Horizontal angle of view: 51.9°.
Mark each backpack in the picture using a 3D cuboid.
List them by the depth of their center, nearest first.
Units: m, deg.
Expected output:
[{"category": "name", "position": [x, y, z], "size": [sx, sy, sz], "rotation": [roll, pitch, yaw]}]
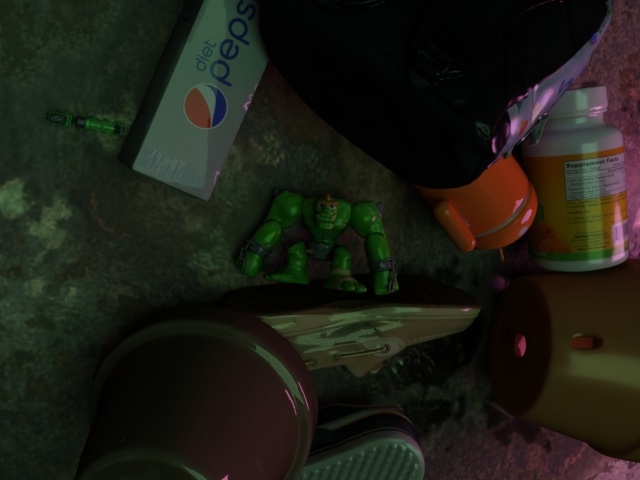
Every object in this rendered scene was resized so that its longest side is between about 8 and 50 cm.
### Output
[{"category": "backpack", "position": [0.152, -0.224, 0.719], "size": [0.290, 0.273, 0.355], "rotation": [40, 68, 16]}]

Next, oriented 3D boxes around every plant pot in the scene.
[{"category": "plant pot", "position": [-0.141, 0.226, 0.688], "size": [0.263, 0.229, 0.263], "rotation": [1, 104, 4]}, {"category": "plant pot", "position": [0.375, 0.162, 0.941], "size": [0.204, 0.291, 0.290], "rotation": [7, 99, -9]}]

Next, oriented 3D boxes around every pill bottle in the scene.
[{"category": "pill bottle", "position": [0.358, -0.089, 0.934], "size": [0.136, 0.136, 0.245], "rotation": [-12, 101, -21]}]

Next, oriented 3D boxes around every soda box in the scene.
[{"category": "soda box", "position": [-0.120, -0.195, 0.723], "size": [0.091, 0.098, 0.286], "rotation": [23, 92, -28]}]

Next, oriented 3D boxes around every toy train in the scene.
[{"category": "toy train", "position": [-0.256, -0.128, 0.719], "size": [0.083, 0.024, 0.017], "rotation": [7, 99, -25]}]

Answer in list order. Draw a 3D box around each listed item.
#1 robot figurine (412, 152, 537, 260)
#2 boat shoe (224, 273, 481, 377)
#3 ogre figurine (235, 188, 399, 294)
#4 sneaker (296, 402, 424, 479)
[{"category": "robot figurine", "position": [0.205, -0.076, 0.879], "size": [0.128, 0.158, 0.219], "rotation": [-36, 116, 16]}, {"category": "boat shoe", "position": [0.044, 0.115, 0.864], "size": [0.341, 0.121, 0.110], "rotation": [-2, 107, -13]}, {"category": "ogre figurine", "position": [0.000, 0.000, 0.821], "size": [0.097, 0.197, 0.118], "rotation": [16, 80, -69]}, {"category": "sneaker", "position": [-0.022, 0.307, 0.878], "size": [0.321, 0.127, 0.126], "rotation": [-16, 103, 6]}]
